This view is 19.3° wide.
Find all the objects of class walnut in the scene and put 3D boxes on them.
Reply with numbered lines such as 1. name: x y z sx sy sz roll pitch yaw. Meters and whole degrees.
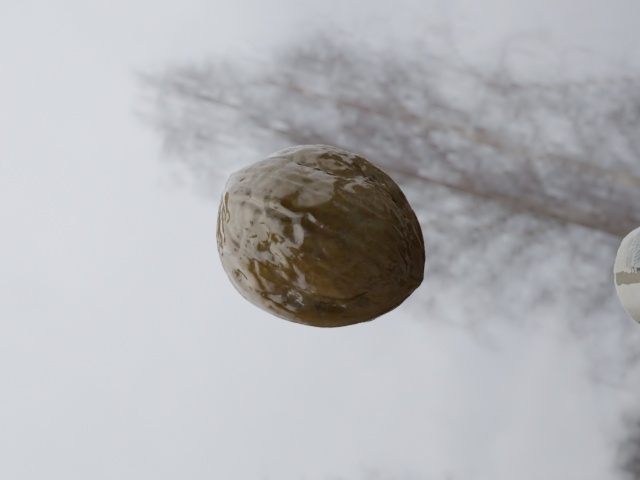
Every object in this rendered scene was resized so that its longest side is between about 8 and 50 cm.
1. walnut: 0.000 0.000 1.042 0.105 0.124 0.105 23 -90 -79

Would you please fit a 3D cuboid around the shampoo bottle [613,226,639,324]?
1. shampoo bottle: 0.313 -0.007 1.259 0.257 0.078 0.127 -25 32 50
